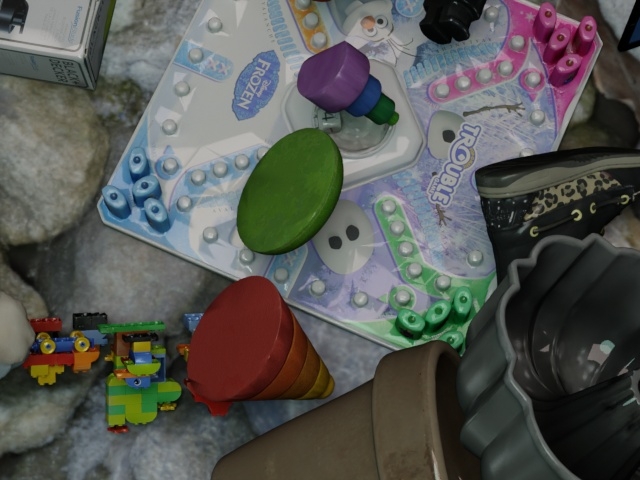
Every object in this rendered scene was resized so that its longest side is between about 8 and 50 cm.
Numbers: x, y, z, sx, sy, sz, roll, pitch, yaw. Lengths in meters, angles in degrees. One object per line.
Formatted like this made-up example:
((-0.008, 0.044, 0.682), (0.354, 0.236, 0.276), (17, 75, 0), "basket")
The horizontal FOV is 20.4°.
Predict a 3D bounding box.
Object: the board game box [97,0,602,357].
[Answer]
((0.033, -0.120, 1.751), (0.390, 0.050, 0.390), (23, 74, 7), "board game box")

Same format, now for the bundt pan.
((0.248, 0.163, 1.528), (0.331, 0.124, 0.331), (23, 43, -24), "bundt pan")

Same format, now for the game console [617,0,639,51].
((0.371, -0.205, 1.728), (0.124, 0.144, 0.085), (38, 77, 10), "game console")

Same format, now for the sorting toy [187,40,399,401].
((0.000, 0.000, 1.644), (0.126, 0.127, 0.366), (32, 66, -34), "sorting toy")

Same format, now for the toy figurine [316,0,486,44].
((0.084, -0.309, 1.676), (0.213, 0.209, 0.148), (19, 67, 5), "toy figurine")

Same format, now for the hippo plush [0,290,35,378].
((-0.362, 0.028, 1.619), (0.234, 0.294, 0.237), (-9, 45, 13), "hippo plush")

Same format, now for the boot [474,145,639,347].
((0.249, 0.004, 1.697), (0.236, 0.085, 0.179), (-9, 100, -33), "boot")

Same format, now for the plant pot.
((0.032, 0.238, 1.554), (0.229, 0.263, 0.263), (-15, 73, 13), "plant pot")

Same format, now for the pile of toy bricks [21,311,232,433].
((-0.178, 0.129, 1.659), (0.212, 0.118, 0.105), (-2, 101, -17), "pile of toy bricks")

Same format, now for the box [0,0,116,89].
((-0.351, -0.261, 1.775), (0.290, 0.087, 0.169), (9, 73, 3), "box")
